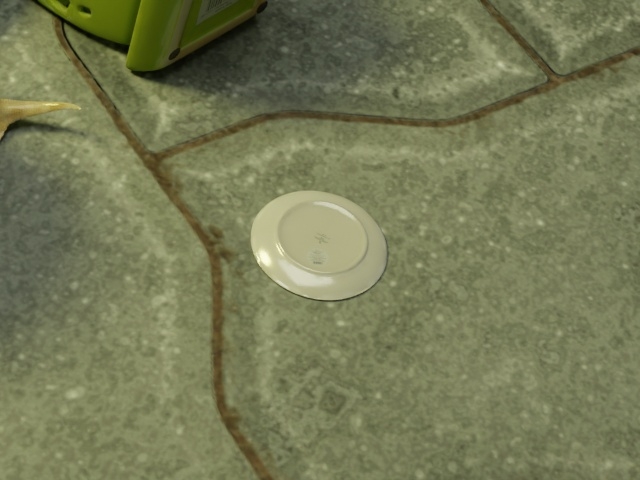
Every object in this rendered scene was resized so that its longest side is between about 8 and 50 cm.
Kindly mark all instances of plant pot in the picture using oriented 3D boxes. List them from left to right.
[{"bbox_3d":[-0.166,-0.328,1.682,0.207,0.227,0.228,44,54,13],"label":"plant pot"}]

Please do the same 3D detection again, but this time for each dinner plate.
[{"bbox_3d":[0.000,0.000,1.584,0.141,0.017,0.141,6,52,-8],"label":"dinner plate"}]

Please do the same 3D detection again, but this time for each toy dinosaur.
[{"bbox_3d":[-0.343,-0.136,1.600,0.183,0.053,0.092,-14,71,-15],"label":"toy dinosaur"}]
